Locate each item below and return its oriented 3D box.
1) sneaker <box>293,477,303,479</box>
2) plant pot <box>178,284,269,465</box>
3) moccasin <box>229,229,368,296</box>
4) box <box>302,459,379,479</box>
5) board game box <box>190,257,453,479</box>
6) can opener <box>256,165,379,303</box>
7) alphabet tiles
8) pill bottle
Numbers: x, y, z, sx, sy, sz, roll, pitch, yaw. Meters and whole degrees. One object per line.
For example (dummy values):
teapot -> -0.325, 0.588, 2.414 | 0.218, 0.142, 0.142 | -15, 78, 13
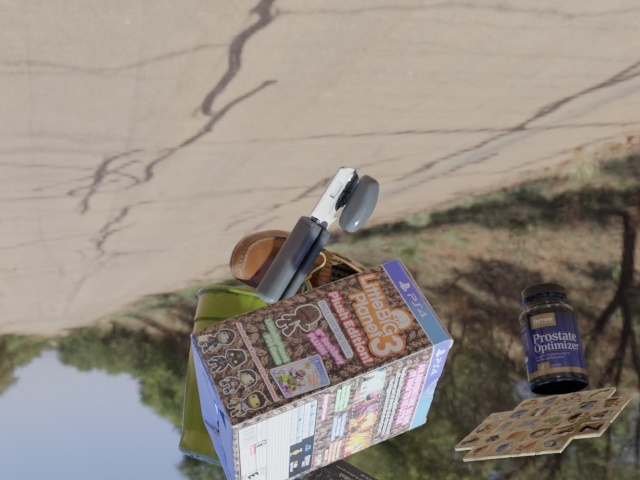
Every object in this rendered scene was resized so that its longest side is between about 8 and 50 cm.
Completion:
sneaker -> -0.026, 0.637, 1.877 | 0.126, 0.240, 0.091 | -36, -173, 32
plant pot -> -0.149, 0.330, 1.826 | 0.367, 0.352, 0.366 | 15, 162, 5
moccasin -> -0.021, 0.074, 1.692 | 0.380, 0.139, 0.147 | 25, 178, -42
box -> 0.030, 0.489, 1.479 | 0.156, 0.093, 0.158 | 26, -140, 16
board game box -> -0.003, 0.185, 1.081 | 0.291, 0.141, 0.232 | -18, 145, -18
can opener -> 0.000, 0.000, 1.439 | 0.095, 0.283, 0.076 | 31, 180, 32
alphabet tiles -> 0.460, 0.383, 1.722 | 0.343, 0.011, 0.285 | -20, -177, 43
pill bottle -> 0.487, 0.207, 1.741 | 0.123, 0.219, 0.122 | -2, 154, -1
